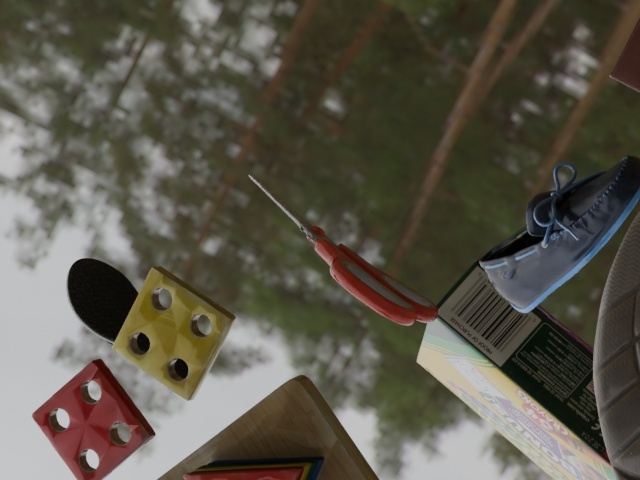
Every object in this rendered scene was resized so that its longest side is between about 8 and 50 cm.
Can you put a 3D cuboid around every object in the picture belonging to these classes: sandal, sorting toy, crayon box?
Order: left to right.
[{"bbox_3d":[-0.198,0.089,1.902,0.179,0.067,0.040,41,161,-16],"label":"sandal"},{"bbox_3d":[-0.031,0.145,0.819,0.274,0.132,0.046,56,-159,9],"label":"sorting toy"},{"bbox_3d":[0.297,0.209,2.356,0.363,0.106,0.313,41,168,10],"label":"crayon box"}]

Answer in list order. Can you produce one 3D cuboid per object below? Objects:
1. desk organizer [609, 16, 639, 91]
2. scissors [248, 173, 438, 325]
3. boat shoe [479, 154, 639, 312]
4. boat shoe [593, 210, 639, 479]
[{"bbox_3d":[0.228,-0.143,1.098,0.050,0.130,0.047,29,-169,15],"label":"desk organizer"},{"bbox_3d":[0.000,0.000,1.791,0.297,0.021,0.109,38,-163,32],"label":"scissors"},{"bbox_3d":[0.253,-0.011,1.961,0.089,0.258,0.109,40,-140,-1],"label":"boat shoe"},{"bbox_3d":[0.255,0.133,1.209,0.132,0.355,0.130,1,-179,18],"label":"boat shoe"}]
